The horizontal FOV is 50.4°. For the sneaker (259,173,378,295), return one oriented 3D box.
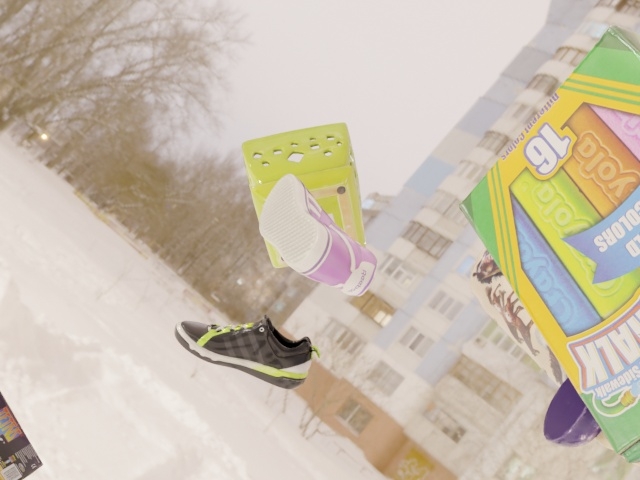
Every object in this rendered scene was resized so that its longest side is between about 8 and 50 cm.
[{"bbox_3d":[-0.001,0.001,1.084,0.161,0.102,0.282,29,17,-28],"label":"sneaker"}]

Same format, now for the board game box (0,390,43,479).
[{"bbox_3d":[-0.378,0.168,0.741,0.141,0.048,0.170,33,-37,39],"label":"board game box"}]

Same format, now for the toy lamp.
[{"bbox_3d":[0.322,0.210,0.565,0.275,0.080,0.080,30,-10,2],"label":"toy lamp"}]

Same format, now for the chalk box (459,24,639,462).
[{"bbox_3d":[0.266,0.027,0.455,0.180,0.179,0.289,5,45,-36],"label":"chalk box"}]

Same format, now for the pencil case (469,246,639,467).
[{"bbox_3d":[0.382,0.137,0.970,0.410,0.160,0.183,52,-19,38],"label":"pencil case"}]

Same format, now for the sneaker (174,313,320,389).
[{"bbox_3d":[-0.115,0.157,1.101,0.235,0.097,0.084,20,9,-3],"label":"sneaker"}]

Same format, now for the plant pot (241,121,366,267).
[{"bbox_3d":[-0.026,-0.080,1.371,0.207,0.228,0.227,-102,179,-55],"label":"plant pot"}]
